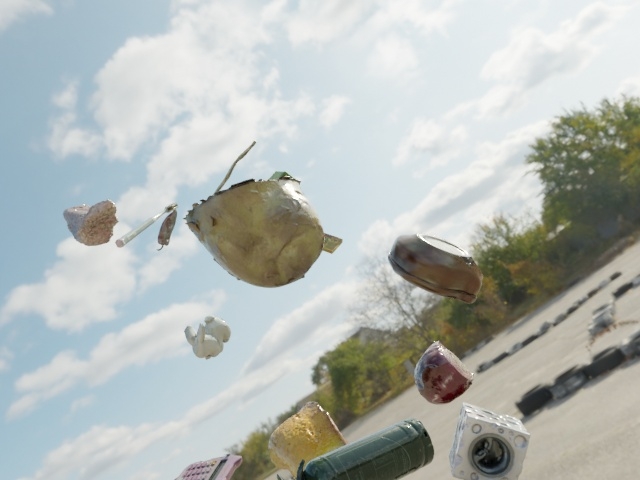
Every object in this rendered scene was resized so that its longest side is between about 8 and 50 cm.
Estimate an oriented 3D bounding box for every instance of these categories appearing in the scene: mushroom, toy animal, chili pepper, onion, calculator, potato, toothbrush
[{"bbox_3d":[-0.266,-0.180,1.585,0.286,0.026,0.028,-51,-17,-23],"label":"mushroom"},{"bbox_3d":[-0.499,0.426,2.516,0.127,0.179,0.193,-8,14,35],"label":"toy animal"},{"bbox_3d":[-0.527,-0.037,1.929,0.050,0.041,0.153,58,-132,-87],"label":"chili pepper"},{"bbox_3d":[0.466,0.543,2.217,0.207,0.216,0.206,-54,-18,15],"label":"onion"},{"bbox_3d":[-0.439,0.896,2.126,0.294,0.043,0.194,-18,16,25],"label":"calculator"},{"bbox_3d":[-0.138,0.002,1.329,0.288,0.237,0.300,-26,-8,39],"label":"potato"},{"bbox_3d":[-0.507,-0.050,1.663,0.030,0.025,0.342,-17,16,20],"label":"toothbrush"}]

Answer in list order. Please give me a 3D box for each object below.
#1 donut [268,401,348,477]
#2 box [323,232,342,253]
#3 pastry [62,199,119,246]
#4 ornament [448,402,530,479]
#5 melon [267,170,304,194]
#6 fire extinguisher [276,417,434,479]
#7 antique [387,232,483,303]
[{"bbox_3d":[0.014,0.681,1.528,0.163,0.435,0.377,-22,5,-23],"label":"donut"},{"bbox_3d":[0.000,0.000,2.223,0.089,0.156,0.022,-45,-35,-41],"label":"box"},{"bbox_3d":[-0.603,-0.044,1.485,0.102,0.112,0.265,-12,7,-32],"label":"pastry"},{"bbox_3d":[0.653,0.806,2.205,0.240,0.239,0.240,17,-92,-79],"label":"ornament"},{"bbox_3d":[-0.210,-0.098,1.974,0.323,0.124,0.196,-40,-37,-4],"label":"melon"},{"bbox_3d":[0.064,0.409,1.019,0.311,0.115,0.095,-12,13,-32],"label":"fire extinguisher"},{"bbox_3d":[0.328,0.070,1.596,0.223,0.278,0.129,-22,-44,-67],"label":"antique"}]
